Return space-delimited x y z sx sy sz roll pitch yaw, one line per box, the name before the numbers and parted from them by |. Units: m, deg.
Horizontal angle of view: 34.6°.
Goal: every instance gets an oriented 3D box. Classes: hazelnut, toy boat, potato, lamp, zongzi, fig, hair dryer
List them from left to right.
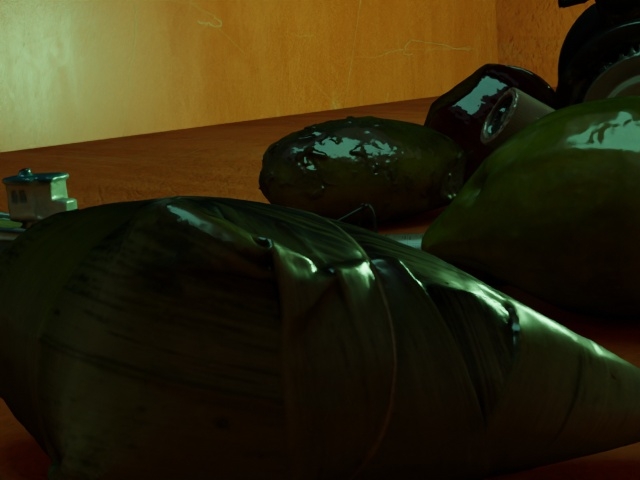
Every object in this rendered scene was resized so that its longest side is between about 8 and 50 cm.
toy boat | -0.307 -0.030 1.127 0.215 0.102 0.088 -1 9 21
zongzi | -0.009 0.060 0.527 0.300 0.145 0.274 9 -2 -27
lamp | -0.001 0.000 0.963 0.121 0.054 0.041 -12 13 -33
potato | 0.052 -0.082 1.183 0.251 0.113 0.149 -9 35 -3
hazelnut | 0.217 -0.129 1.308 0.178 0.178 0.204 2 18 31
hair dryer | 0.219 -0.096 0.912 0.195 0.053 0.220 26 23 -16
fig | 0.190 -0.031 0.739 0.233 0.167 0.167 18 19 23
lamp | 0.376 -0.162 1.185 0.205 0.374 0.272 -14 39 21

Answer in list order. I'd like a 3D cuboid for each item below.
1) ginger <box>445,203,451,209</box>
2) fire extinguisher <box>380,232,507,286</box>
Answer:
ginger | 0.267 -0.028 0.980 0.299 0.065 0.118 -6 16 -22
fire extinguisher | 0.071 0.016 0.861 0.177 0.050 0.062 -2 22 11
